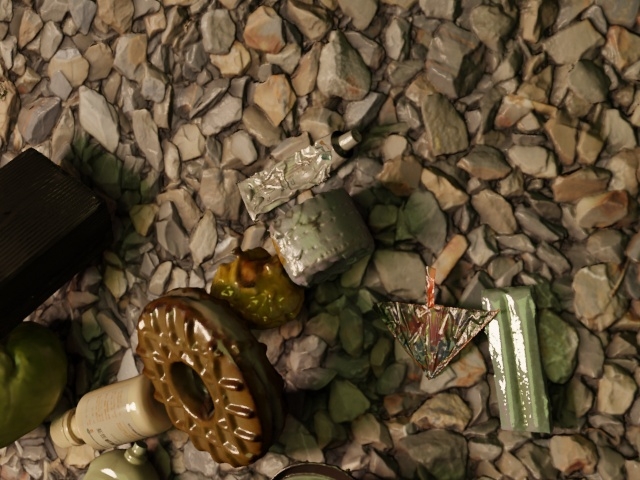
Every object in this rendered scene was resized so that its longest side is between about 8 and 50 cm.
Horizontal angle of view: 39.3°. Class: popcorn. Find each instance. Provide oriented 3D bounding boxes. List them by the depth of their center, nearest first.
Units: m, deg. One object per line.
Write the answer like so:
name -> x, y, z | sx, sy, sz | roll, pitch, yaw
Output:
popcorn -> -0.107, 0.084, 1.509 | 0.167, 0.152, 0.148 | 5, 48, 24

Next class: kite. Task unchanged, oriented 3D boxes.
kite -> 0.181, 0.133, 1.429 | 0.232, 0.009, 0.189 | 5, 103, 35

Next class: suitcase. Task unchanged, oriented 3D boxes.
suitcase -> -0.569, 0.006, 1.631 | 0.229, 0.152, 0.335 | 34, 61, 20

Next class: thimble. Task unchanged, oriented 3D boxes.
thimble -> 0.002, -0.001, 1.459 | 0.151, 0.127, 0.118 | -30, 79, 5

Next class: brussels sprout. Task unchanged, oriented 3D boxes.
brussels sprout -> -0.636, 0.272, 1.691 | 0.316, 0.274, 0.243 | -19, 104, 25

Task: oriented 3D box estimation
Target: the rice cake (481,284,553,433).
rice cake -> 0.302, 0.182, 1.371 | 0.085, 0.040, 0.226 | -9, 87, 25

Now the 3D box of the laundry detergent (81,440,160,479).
laundry detergent -> -0.377, 0.488, 1.672 | 0.181, 0.091, 0.253 | 30, 103, 21

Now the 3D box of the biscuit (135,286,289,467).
biscuit -> -0.187, 0.228, 1.500 | 0.332, 0.103, 0.332 | 30, 137, 33

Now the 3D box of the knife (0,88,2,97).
knife -> -0.725, -0.280, 1.867 | 0.166, 0.022, 0.078 | -33, 70, 21

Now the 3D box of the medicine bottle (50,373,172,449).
medicine bottle -> -0.391, 0.327, 1.664 | 0.252, 0.114, 0.114 | -20, 82, 26

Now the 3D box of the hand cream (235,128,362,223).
hand cream -> -0.033, -0.121, 1.526 | 0.257, 0.050, 0.084 | -30, 76, 29

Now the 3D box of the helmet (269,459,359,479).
helmet -> -0.001, 0.491, 1.447 | 0.225, 0.177, 0.305 | 23, 91, 17
